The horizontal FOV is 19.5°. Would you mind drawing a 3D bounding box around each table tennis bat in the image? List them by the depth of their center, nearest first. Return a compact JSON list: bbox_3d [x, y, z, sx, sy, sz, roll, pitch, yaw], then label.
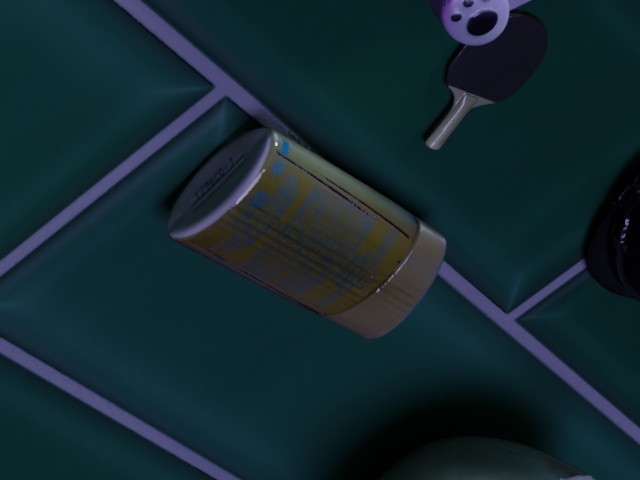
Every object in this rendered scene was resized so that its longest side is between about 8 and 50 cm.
[{"bbox_3d":[0.145,-0.143,1.685,0.087,0.013,0.156,17,123,-38],"label":"table tennis bat"}]

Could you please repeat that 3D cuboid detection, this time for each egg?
[{"bbox_3d":[0.133,0.327,2.020,0.337,0.201,0.337,-39,152,-25],"label":"egg"}]

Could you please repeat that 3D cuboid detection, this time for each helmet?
[{"bbox_3d":[0.414,0.003,1.859,0.230,0.160,0.279,25,117,-43],"label":"helmet"}]

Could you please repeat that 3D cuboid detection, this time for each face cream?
[{"bbox_3d":[0.000,0.000,1.719,0.139,0.067,0.285,-42,135,19],"label":"face cream"}]

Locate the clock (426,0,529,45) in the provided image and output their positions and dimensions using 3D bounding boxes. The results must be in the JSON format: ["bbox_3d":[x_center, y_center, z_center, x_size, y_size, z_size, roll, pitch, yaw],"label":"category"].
[{"bbox_3d":[0.163,-0.295,1.484,0.227,0.090,0.248,-27,137,1],"label":"clock"}]
